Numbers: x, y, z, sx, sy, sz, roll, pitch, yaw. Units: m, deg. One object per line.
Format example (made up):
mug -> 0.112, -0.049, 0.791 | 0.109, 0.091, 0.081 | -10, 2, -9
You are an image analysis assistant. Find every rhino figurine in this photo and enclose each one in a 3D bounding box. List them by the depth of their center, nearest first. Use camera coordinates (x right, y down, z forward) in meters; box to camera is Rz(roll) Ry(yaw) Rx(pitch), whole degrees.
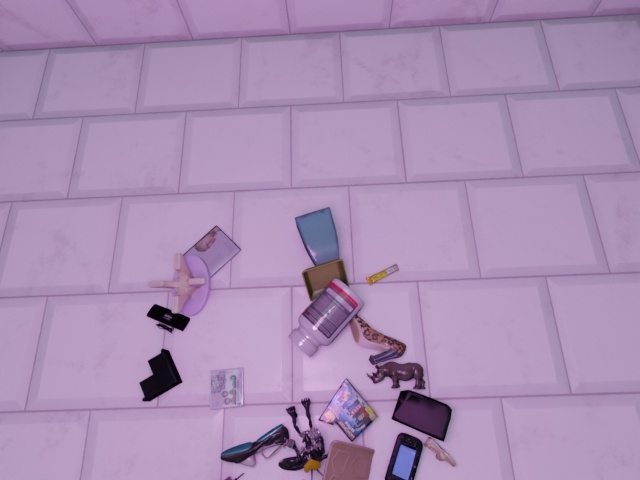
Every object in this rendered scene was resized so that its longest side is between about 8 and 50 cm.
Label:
rhino figurine -> 0.311, 0.555, 1.765 | 0.243, 0.073, 0.106 | 1, 73, 5

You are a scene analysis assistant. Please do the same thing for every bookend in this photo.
bookend -> -0.694, 0.569, 1.808 | 0.157, 0.072, 0.156 | -30, 70, -8

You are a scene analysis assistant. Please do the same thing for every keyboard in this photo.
keyboard -> -0.687, 0.359, 1.915 | 0.192, 0.038, 0.100 | 19, 48, 11

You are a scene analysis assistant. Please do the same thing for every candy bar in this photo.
candy bar -> 0.285, 0.153, 1.945 | 0.161, 0.018, 0.040 | -26, 74, -7

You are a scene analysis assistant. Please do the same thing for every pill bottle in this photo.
pill bottle -> 0.019, 0.328, 1.803 | 0.176, 0.176, 0.318 | 41, 81, 16

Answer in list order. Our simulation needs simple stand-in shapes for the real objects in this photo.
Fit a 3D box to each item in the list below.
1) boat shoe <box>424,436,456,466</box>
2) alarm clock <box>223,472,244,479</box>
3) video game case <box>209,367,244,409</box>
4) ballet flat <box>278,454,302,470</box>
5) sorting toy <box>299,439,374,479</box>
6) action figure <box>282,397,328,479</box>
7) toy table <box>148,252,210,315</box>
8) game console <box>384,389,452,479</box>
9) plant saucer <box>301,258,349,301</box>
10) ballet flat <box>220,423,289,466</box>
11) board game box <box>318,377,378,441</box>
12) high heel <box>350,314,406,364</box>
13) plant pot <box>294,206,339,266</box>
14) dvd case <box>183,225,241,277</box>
boat shoe -> 0.465, 0.833, 1.669 | 0.045, 0.050, 0.135 | -45, 64, -10
alarm clock -> -0.372, 0.950, 1.626 | 0.192, 0.129, 0.064 | -28, 71, -30
video game case -> -0.394, 0.623, 1.802 | 0.143, 0.019, 0.157 | -6, 70, 1
ballet flat -> -0.081, 0.869, 1.689 | 0.173, 0.049, 0.058 | -10, 111, 1
sorting toy -> 0.057, 0.871, 1.600 | 0.307, 0.041, 0.229 | 27, 71, -26
action figure -> -0.062, 0.762, 1.640 | 0.164, 0.141, 0.276 | -25, 53, 5
toy table -> -0.601, 0.190, 1.883 | 0.252, 0.161, 0.275 | -15, 75, 5
game console -> 0.364, 0.787, 1.667 | 0.213, 0.044, 0.362 | 15, 72, 24
plant saucer -> 0.020, 0.166, 1.887 | 0.188, 0.188, 0.045 | -18, 38, -4
ballet flat -> -0.251, 0.827, 1.683 | 0.280, 0.095, 0.096 | -23, 82, -6
board game box -> 0.097, 0.698, 1.728 | 0.194, 0.060, 0.194 | -39, 73, -10
high heel -> 0.243, 0.402, 1.842 | 0.186, 0.093, 0.261 | -9, 51, -28
plant pot -> 0.000, 0.000, 1.944 | 0.165, 0.166, 0.234 | -18, 76, -4
dvd case -> -0.526, 0.070, 2.014 | 0.180, 0.022, 0.253 | 42, 77, 16
